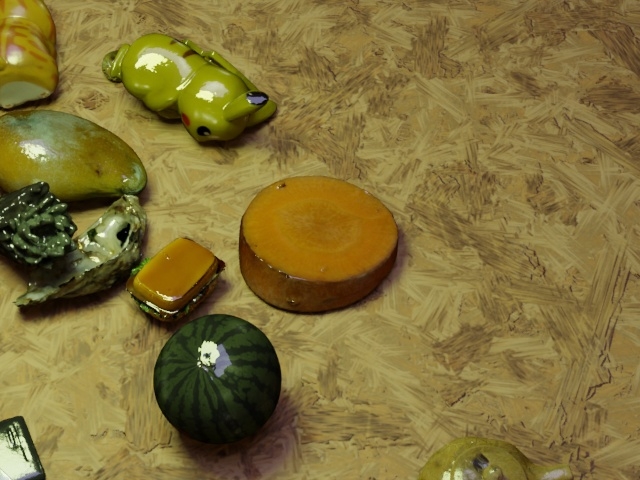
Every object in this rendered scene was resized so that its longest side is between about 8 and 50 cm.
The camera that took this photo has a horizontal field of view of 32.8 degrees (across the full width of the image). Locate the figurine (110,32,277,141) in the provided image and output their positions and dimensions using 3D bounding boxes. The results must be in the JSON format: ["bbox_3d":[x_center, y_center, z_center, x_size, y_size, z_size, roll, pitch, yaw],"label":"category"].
[{"bbox_3d":[-0.242,-0.297,2.162,0.326,0.218,0.169,33,97,11],"label":"figurine"}]

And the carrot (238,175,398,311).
[{"bbox_3d":[0.000,0.000,1.991,0.307,0.100,0.258,-14,58,-18],"label":"carrot"}]

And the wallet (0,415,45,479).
[{"bbox_3d":[-0.563,0.364,1.695,0.244,0.025,0.124,-18,59,-21],"label":"wallet"}]

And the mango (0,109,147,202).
[{"bbox_3d":[-0.477,-0.153,2.033,0.316,0.146,0.193,10,49,-3],"label":"mango"}]

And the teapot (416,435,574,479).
[{"bbox_3d":[0.237,0.390,1.664,0.311,0.167,0.203,-9,54,-11],"label":"teapot"}]

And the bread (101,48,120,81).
[{"bbox_3d":[-0.402,-0.368,2.264,0.110,0.060,0.066,-18,85,-17],"label":"bread"}]

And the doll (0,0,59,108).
[{"bbox_3d":[-0.615,-0.387,2.197,0.166,0.162,0.270,-14,43,2],"label":"doll"}]

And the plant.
[{"bbox_3d":[-0.505,-0.025,1.899,0.194,0.129,0.132,9,50,50],"label":"plant"}]

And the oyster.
[{"bbox_3d":[-0.417,0.037,1.939,0.294,0.094,0.166,-34,43,-17],"label":"oyster"}]

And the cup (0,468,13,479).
[{"bbox_3d":[-0.533,0.421,1.575,0.221,0.167,0.202,31,58,29],"label":"cup"}]

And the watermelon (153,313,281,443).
[{"bbox_3d":[-0.163,0.221,1.733,0.212,0.212,0.212,3,52,-3],"label":"watermelon"}]

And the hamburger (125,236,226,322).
[{"bbox_3d":[-0.256,0.069,1.916,0.137,0.087,0.166,33,55,20],"label":"hamburger"}]
